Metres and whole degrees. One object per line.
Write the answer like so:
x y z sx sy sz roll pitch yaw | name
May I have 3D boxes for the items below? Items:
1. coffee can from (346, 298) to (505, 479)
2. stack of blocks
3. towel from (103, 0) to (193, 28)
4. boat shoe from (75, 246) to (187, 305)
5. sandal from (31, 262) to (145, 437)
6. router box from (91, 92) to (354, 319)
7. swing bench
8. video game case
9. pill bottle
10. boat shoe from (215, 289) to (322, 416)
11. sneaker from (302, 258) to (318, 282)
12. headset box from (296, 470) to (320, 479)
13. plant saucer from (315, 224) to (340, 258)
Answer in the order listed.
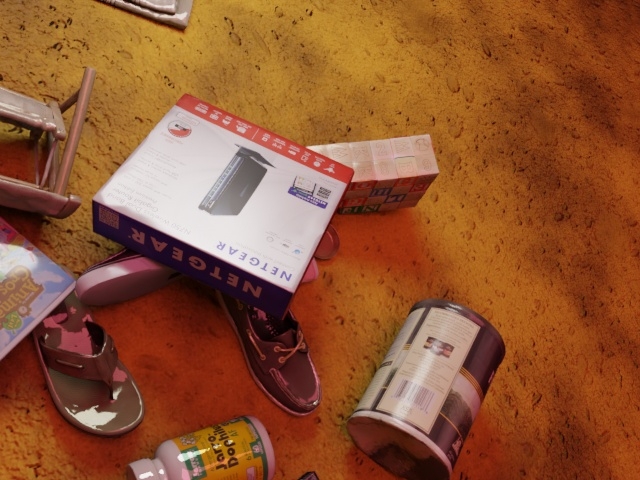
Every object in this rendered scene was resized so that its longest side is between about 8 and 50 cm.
0.199 0.276 1.194 0.201 0.201 0.275 42 57 -8 | coffee can
0.068 -0.123 1.303 0.297 0.171 0.087 -7 72 -12 | stack of blocks
-0.398 -0.616 1.326 0.324 0.056 0.312 14 64 -24 | towel
-0.281 0.016 1.085 0.306 0.113 0.105 -23 74 -42 | boat shoe
-0.375 0.167 0.992 0.120 0.086 0.303 -27 83 -36 | sandal
-0.147 -0.068 1.066 0.335 0.082 0.301 24 49 1 | router box
-0.508 -0.170 0.984 0.253 0.165 0.255 18 64 -41 | swing bench
-0.488 0.067 0.915 0.193 0.023 0.212 43 42 -9 | video game case
-0.186 0.355 1.000 0.208 0.117 0.118 -10 75 -31 | pill bottle
-0.084 0.173 1.147 0.109 0.091 0.305 -28 85 -34 | boat shoe
-0.057 0.022 1.249 0.070 0.051 0.134 -17 83 -38 | sneaker
-0.018 0.450 1.105 0.062 0.032 0.083 -27 85 -34 | headset box
0.000 0.000 1.311 0.083 0.015 0.084 11 66 -24 | plant saucer
